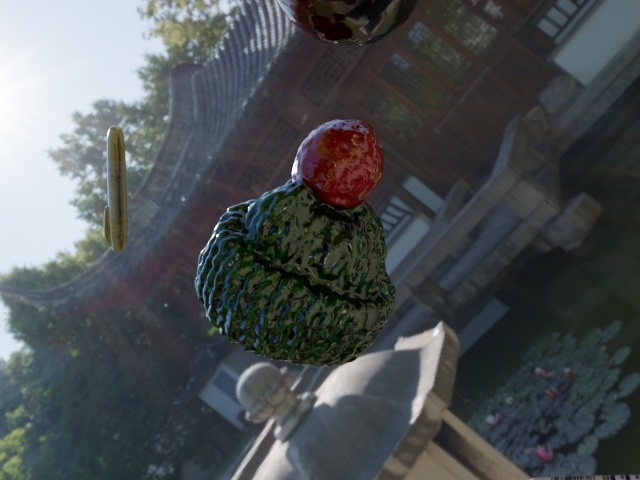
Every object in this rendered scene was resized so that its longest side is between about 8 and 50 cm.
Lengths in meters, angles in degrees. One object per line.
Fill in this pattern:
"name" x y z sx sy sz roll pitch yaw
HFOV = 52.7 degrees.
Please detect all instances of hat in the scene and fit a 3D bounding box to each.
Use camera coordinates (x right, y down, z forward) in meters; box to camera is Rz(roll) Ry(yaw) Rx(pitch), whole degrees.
"hat" 0.000 0.000 0.873 0.332 0.274 0.242 -63 37 27

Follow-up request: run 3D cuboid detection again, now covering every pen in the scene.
"pen" -0.342 -0.081 1.071 0.032 0.040 0.233 -99 15 -58

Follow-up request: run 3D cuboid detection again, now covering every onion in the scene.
"onion" 0.009 -0.366 0.747 0.273 0.285 0.273 -30 -56 -57

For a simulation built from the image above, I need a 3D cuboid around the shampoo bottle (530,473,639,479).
"shampoo bottle" 0.402 0.314 0.738 0.303 0.092 0.092 -9 16 21
